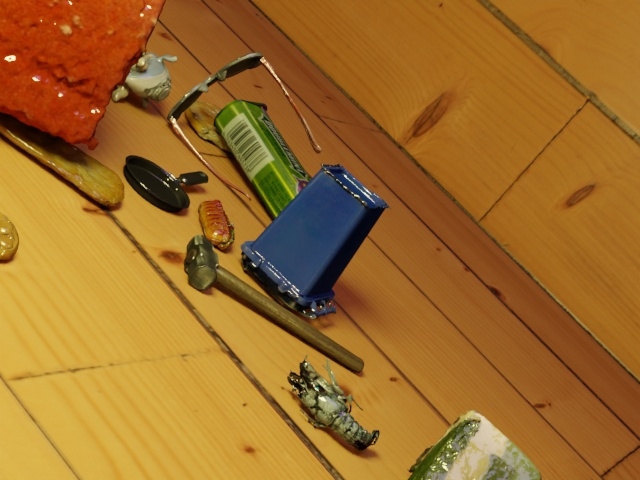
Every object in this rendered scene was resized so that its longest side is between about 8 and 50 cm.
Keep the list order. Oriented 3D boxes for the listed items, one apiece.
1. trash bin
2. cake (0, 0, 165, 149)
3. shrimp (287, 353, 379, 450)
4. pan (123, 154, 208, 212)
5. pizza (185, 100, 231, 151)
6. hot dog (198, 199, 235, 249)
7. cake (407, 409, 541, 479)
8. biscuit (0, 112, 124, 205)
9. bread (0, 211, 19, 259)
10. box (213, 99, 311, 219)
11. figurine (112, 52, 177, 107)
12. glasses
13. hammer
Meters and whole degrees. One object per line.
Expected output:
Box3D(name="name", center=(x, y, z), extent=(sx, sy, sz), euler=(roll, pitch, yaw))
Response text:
Box3D(name="trash bin", center=(0.000, 0.000, 1.974), extent=(0.184, 0.234, 0.162), euler=(42, 16, 14))
Box3D(name="cake", center=(-0.428, -0.339, 1.782), extent=(0.270, 0.269, 0.319), euler=(26, 11, -29))
Box3D(name="shrimp", center=(0.023, 0.244, 1.686), extent=(0.174, 0.082, 0.076), euler=(45, 11, -9))
Box3D(name="pan", center=(-0.263, -0.100, 2.020), extent=(0.136, 0.028, 0.235), euler=(45, 20, 14))
Box3D(name="pizza", center=(-0.188, -0.223, 2.488), extent=(0.262, 0.034, 0.181), euler=(31, 19, -27))
Box3D(name="hot dog", center=(-0.182, -0.033, 2.010), extent=(0.062, 0.038, 0.144), euler=(32, 19, -26))
Box3D(name="cake", center=(0.197, 0.367, 1.599), extent=(0.158, 0.172, 0.283), euler=(41, 18, 7))
Box3D(name="biscuit", center=(-0.411, -0.134, 1.788), extent=(0.247, 0.029, 0.118), euler=(37, 20, -12))
Box3D(name="bread", center=(-0.430, -0.017, 1.454), extent=(0.110, 0.024, 0.110), euler=(35, 18, -13))
Box3D(name="box", center=(-0.085, -0.136, 2.324), extent=(0.134, 0.097, 0.345), euler=(14, 37, -55))
Box3D(name="figurine", center=(-0.371, -0.341, 2.242), extent=(0.184, 0.128, 0.208), euler=(39, 21, 3))
Box3D(name="glasses", center=(-0.151, -0.221, 2.286), extent=(0.268, 0.234, 0.118), euler=(55, -7, 6))
Box3D(name="hammer", center=(-0.071, 0.119, 1.880), extent=(0.365, 0.043, 0.111), euler=(35, 16, -24))
